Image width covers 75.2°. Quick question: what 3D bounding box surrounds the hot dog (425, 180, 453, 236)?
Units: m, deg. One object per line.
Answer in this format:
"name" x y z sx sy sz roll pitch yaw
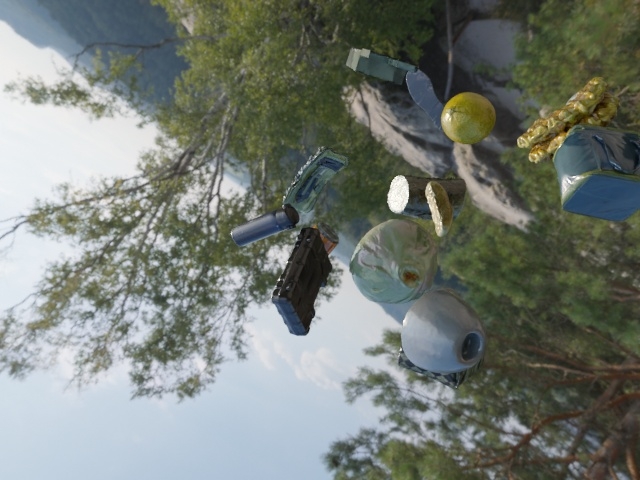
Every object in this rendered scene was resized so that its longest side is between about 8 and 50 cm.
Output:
"hot dog" 0.492 -0.132 1.693 0.084 0.074 0.242 84 178 -65

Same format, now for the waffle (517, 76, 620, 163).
"waffle" 0.895 -0.422 1.507 0.151 0.261 0.324 45 140 -1

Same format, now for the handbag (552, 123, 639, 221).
"handbag" 0.909 -0.217 1.347 0.264 0.240 0.222 10 144 6

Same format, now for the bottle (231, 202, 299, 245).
"bottle" -0.175 -0.044 1.319 0.072 0.245 0.082 -20 -90 -57

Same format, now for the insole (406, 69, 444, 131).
"insole" 0.510 -0.658 1.947 0.009 0.119 0.348 -25 -102 -44

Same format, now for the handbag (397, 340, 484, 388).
"handbag" 0.576 0.552 1.991 0.317 0.179 0.416 9 -177 35

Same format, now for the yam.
"yam" 0.527 -0.213 2.034 0.349 0.240 0.241 3 -170 -13

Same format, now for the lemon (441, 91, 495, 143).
"lemon" 0.518 -0.432 1.472 0.203 0.178 0.178 7 -160 -35

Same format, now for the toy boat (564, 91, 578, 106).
"toy boat" 1.019 -0.504 1.679 0.085 0.078 0.260 -2 149 3

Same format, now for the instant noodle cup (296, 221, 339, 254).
"instant noodle cup" 0.000 0.000 1.826 0.208 0.125 0.178 51 -159 19

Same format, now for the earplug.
"earplug" 0.291 0.217 0.984 0.175 0.214 0.325 21 177 18

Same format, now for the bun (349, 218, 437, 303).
"bun" 0.247 0.086 1.271 0.293 0.293 0.187 36 -171 -33

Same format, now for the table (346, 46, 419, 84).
"table" 0.168 -0.486 1.159 0.146 0.062 0.175 9 -154 -18

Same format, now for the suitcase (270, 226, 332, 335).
"suitcase" -0.049 0.122 1.263 0.066 0.285 0.206 3 138 22

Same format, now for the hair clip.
"hair clip" -0.026 -0.228 1.494 0.139 0.321 0.091 18 -133 -27
